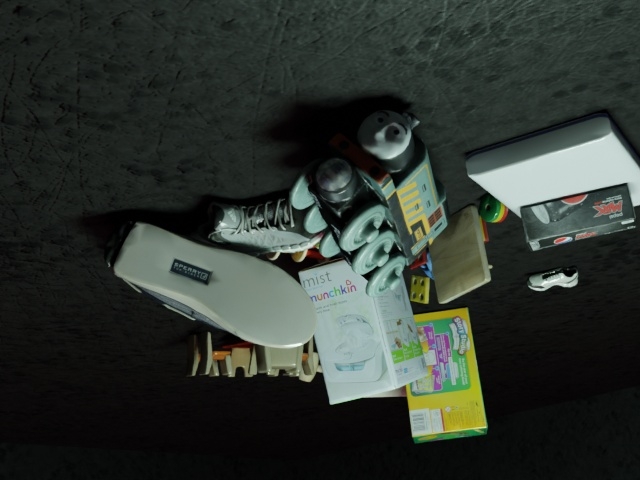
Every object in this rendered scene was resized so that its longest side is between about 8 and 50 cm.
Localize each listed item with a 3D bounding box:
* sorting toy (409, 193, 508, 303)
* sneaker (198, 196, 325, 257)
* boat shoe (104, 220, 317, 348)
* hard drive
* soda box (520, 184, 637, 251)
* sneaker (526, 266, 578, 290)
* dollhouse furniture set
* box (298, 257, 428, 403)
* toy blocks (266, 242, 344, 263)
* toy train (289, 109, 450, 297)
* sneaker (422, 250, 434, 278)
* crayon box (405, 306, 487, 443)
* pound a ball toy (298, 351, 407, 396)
[{"bbox_3d":[0.238,0.028,1.733,0.046,0.132,0.274,3,159,-30],"label":"sorting toy"},{"bbox_3d":[-0.093,-0.028,1.543,0.228,0.086,0.132,-20,154,35],"label":"sneaker"},{"bbox_3d":[-0.168,0.071,1.611,0.340,0.127,0.158,27,170,-3],"label":"boat shoe"},{"bbox_3d":[0.378,-0.095,1.568,0.210,0.040,0.318,-16,159,25],"label":"hard drive"},{"bbox_3d":[0.400,-0.034,1.594,0.169,0.060,0.053,-13,161,15],"label":"soda box"},{"bbox_3d":[0.473,0.073,2.092,0.109,0.040,0.044,-8,144,-6],"label":"sneaker"},{"bbox_3d":[-0.131,0.224,2.230,0.262,0.135,0.259,4,169,-28],"label":"dollhouse furniture set"},{"bbox_3d":[0.083,0.147,1.785,0.127,0.231,0.262,-17,174,16],"label":"box"},{"bbox_3d":[0.000,0.000,1.692,0.148,0.054,0.123,5,158,-31],"label":"toy blocks"},{"bbox_3d":[0.079,-0.053,1.410,0.190,0.142,0.334,-46,155,-8],"label":"toy train"},{"bbox_3d":[0.232,0.049,1.916,0.082,0.069,0.209,23,175,13],"label":"sneaker"},{"bbox_3d":[0.268,0.298,2.281,0.165,0.278,0.081,-8,159,5],"label":"crayon box"},{"bbox_3d":[0.130,0.293,2.498,0.319,0.136,0.208,4,-177,-28],"label":"pound a ball toy"}]
